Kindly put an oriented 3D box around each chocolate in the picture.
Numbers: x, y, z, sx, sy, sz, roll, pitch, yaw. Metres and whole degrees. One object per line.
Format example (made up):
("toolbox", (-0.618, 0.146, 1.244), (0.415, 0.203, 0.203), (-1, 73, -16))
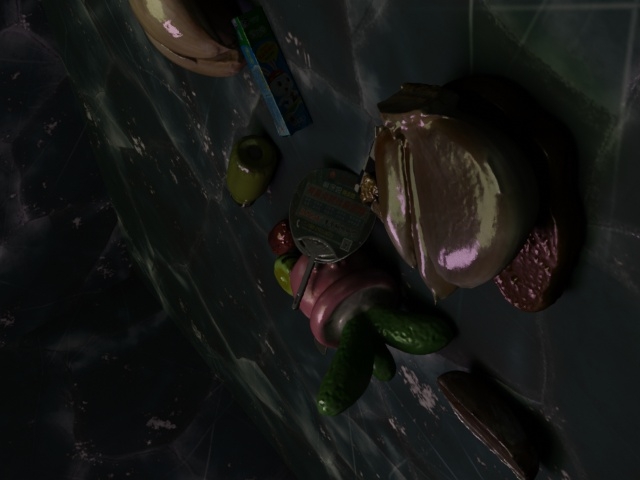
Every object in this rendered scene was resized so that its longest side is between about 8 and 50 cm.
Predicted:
("chocolate", (0.345, 0.354, 1.690), (0.254, 0.080, 0.157), (45, 169, 36))

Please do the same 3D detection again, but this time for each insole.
("insole", (0.008, 0.268, 2.426), (0.080, 0.003, 0.232), (53, 158, 17))

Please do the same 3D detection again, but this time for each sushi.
("sushi", (0.132, -0.072, 1.606), (0.215, 0.050, 0.192), (51, 148, 20))

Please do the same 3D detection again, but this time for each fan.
("fan", (0.026, -0.015, 1.767), (0.223, 0.012, 0.295), (-11, 74, 34))

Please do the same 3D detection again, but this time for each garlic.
("garlic", (0.194, -0.069, 1.235), (0.279, 0.132, 0.325), (10, 123, 61))
("garlic", (-0.284, -0.492, 1.815), (0.286, 0.249, 0.313), (-4, 105, 67))

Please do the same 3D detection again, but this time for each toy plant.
("toy plant", (0.064, 0.175, 1.817), (0.356, 0.317, 0.211), (54, 166, 34))

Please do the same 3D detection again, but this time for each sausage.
("sausage", (-0.094, -0.009, 2.202), (0.076, 0.076, 0.141), (57, 158, 8))

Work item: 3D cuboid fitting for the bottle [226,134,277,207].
("bottle", (-0.179, -0.161, 2.141), (0.112, 0.112, 0.260), (55, 159, 12))

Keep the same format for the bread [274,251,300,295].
("bread", (-0.071, 0.088, 2.278), (0.130, 0.071, 0.139), (47, 157, 37))

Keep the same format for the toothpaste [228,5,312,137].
("toothpaste", (-0.103, -0.349, 1.792), (0.050, 0.065, 0.267), (7, 124, 64))

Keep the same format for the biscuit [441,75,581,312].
("biscuit", (0.269, -0.067, 1.322), (0.359, 0.074, 0.381), (7, 126, 64))
